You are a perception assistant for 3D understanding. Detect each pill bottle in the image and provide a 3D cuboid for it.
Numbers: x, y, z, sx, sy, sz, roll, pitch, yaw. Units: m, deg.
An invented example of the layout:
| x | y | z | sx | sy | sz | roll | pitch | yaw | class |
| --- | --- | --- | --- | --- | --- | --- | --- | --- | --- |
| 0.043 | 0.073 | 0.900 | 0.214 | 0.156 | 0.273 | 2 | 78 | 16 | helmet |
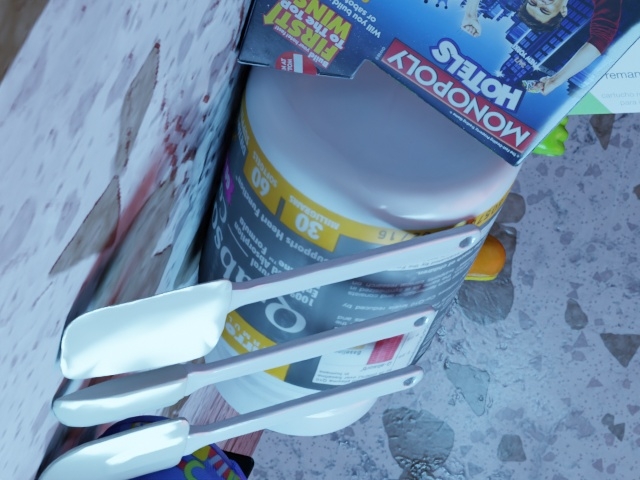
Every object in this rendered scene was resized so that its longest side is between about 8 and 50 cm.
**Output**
| x | y | z | sx | sy | sz | roll | pitch | yaw | class |
| --- | --- | --- | --- | --- | --- | --- | --- | --- | --- |
| 0.012 | -0.001 | 0.857 | 0.278 | 0.162 | 0.162 | 110 | 6 | -51 | pill bottle |

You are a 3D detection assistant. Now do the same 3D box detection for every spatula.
| x | y | z | sx | sy | sz | roll | pitch | yaw | class |
| --- | --- | --- | --- | --- | --- | --- | --- | --- | --- |
| -0.027 | 0.062 | 0.717 | 0.242 | 0.019 | 0.168 | -12 | 140 | -28 | spatula |

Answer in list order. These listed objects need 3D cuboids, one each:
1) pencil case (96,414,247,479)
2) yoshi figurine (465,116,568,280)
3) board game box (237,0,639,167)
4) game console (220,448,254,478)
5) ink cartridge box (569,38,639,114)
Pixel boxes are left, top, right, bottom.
| x | y | z | sx | sy | sz | roll | pitch | yaw | class |
| --- | --- | --- | --- | --- | --- | --- | --- | --- | --- |
| -0.125 | 0.231 | 0.725 | 0.119 | 0.133 | 0.306 | 64 | 32 | -28 | pencil case |
| 0.157 | -0.153 | 1.464 | 0.203 | 0.204 | 0.362 | -77 | 173 | -74 | yoshi figurine |
| 0.052 | -0.135 | 0.673 | 0.194 | 0.194 | 0.060 | -49 | -173 | 42 | board game box |
| -0.133 | 0.297 | 1.547 | 0.107 | 0.071 | 0.122 | 108 | 8 | -63 | game console |
| 0.226 | -0.244 | 1.157 | 0.115 | 0.198 | 0.273 | -61 | 140 | -38 | ink cartridge box |
